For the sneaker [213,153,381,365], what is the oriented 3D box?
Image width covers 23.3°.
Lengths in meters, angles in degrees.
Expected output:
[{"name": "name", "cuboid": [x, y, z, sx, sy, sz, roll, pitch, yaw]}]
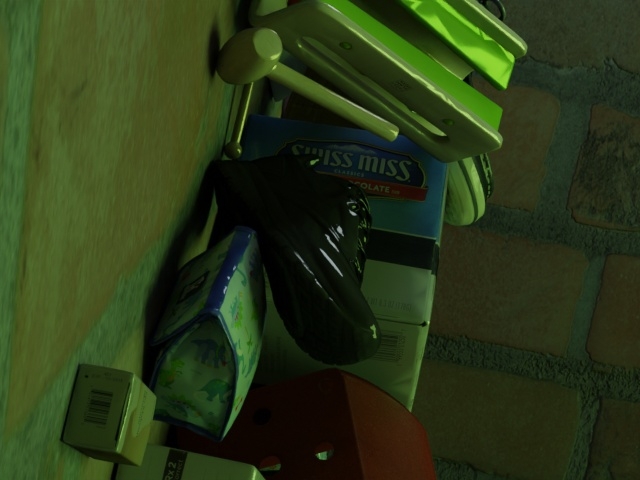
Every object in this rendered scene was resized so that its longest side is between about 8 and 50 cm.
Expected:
[{"name": "sneaker", "cuboid": [0.000, 0.000, 1.441, 0.286, 0.130, 0.109, -123, -157, -43]}]

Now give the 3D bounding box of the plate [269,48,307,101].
[{"name": "plate", "cuboid": [-0.014, -0.324, 1.749, 0.278, 0.045, 0.277, 82, 20, -74]}]

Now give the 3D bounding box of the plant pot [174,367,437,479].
[{"name": "plant pot", "cuboid": [-0.020, 0.281, 1.584, 0.235, 0.267, 0.267, 64, 11, -53]}]

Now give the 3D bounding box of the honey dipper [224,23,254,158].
[{"name": "honey dipper", "cuboid": [-0.069, -0.159, 1.552, 0.030, 0.030, 0.160, 3, 100, -85]}]

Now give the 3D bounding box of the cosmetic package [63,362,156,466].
[{"name": "cosmetic package", "cuboid": [-0.153, 0.130, 1.138, 0.115, 0.041, 0.060, 78, 22, -77]}]

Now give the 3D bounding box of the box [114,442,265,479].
[{"name": "box", "cuboid": [-0.124, 0.281, 1.358, 0.182, 0.119, 0.181, 79, 22, -76]}]

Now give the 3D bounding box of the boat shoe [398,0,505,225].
[{"name": "boat shoe", "cuboid": [0.138, -0.264, 1.802, 0.187, 0.156, 0.500, 110, -31, -72]}]

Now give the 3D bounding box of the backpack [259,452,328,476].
[{"name": "backpack", "cuboid": [-0.050, 0.248, 2.043, 0.115, 0.152, 0.182, 117, -26, -74]}]

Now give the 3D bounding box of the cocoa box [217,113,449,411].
[{"name": "cocoa box", "cuboid": [0.010, 0.054, 1.738, 0.347, 0.231, 0.228, 92, 8, -60]}]

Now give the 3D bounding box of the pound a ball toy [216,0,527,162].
[{"name": "pound a ball toy", "cuboid": [0.036, -0.173, 1.513, 0.136, 0.319, 0.208, -11, -125, 49]}]

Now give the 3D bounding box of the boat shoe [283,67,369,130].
[{"name": "boat shoe", "cuboid": [0.009, -0.145, 2.044, 0.123, 0.123, 0.342, -87, -174, -51]}]

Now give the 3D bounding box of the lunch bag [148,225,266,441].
[{"name": "lunch bag", "cuboid": [-0.096, 0.078, 1.378, 0.129, 0.096, 0.151, -73, -178, -51]}]
